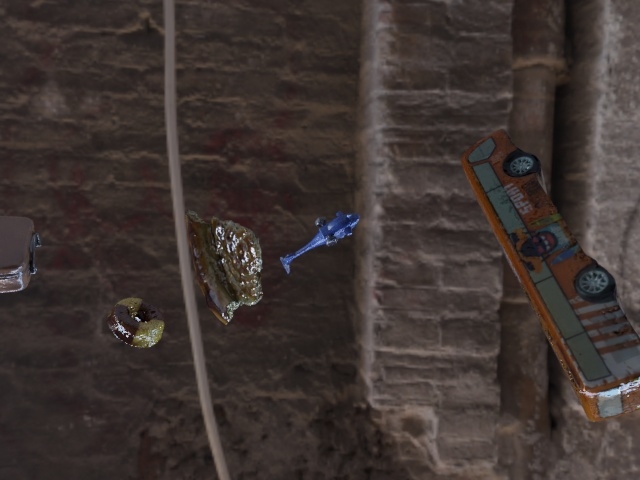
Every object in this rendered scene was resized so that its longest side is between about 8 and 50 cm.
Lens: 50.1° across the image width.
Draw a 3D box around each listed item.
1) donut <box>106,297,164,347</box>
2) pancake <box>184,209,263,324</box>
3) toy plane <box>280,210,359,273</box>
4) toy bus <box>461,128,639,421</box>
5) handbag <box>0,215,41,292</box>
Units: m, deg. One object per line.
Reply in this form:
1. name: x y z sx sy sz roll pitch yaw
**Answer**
1. donut: -0.442 0.193 1.652 0.140 0.059 0.140 20 -151 -11
2. pancake: -0.211 0.060 1.433 0.056 0.212 0.257 -2 -163 -42
3. toy plane: 0.000 0.000 1.227 0.167 0.054 0.062 -32 156 7
4. toy bus: 0.274 0.017 0.822 0.092 0.093 0.409 -25 -137 11
5. handbag: -0.659 0.027 1.406 0.151 0.072 0.193 1 -146 -13
